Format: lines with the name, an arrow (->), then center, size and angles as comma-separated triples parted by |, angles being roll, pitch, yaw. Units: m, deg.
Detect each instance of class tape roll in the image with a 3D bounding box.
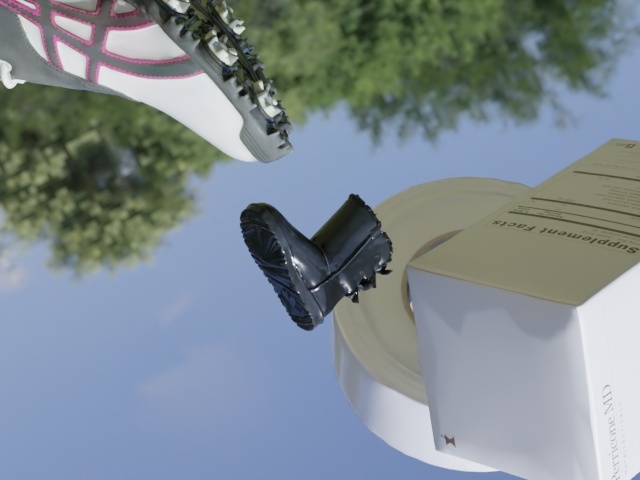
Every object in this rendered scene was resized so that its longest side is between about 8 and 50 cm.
tape roll -> 0.151, 0.076, 1.647 | 0.286, 0.100, 0.286 | 0, -129, 0

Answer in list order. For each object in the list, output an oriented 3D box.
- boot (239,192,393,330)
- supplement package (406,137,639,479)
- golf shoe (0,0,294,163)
boot -> 0.000, 0.000, 1.326 | 0.099, 0.121, 0.045 | -41, -155, -28
supplement package -> 0.237, 0.055, 1.414 | 0.175, 0.178, 0.293 | 13, -148, 43
golf shoe -> -0.134, -0.128, 1.009 | 0.120, 0.273, 0.105 | -45, -167, 15
